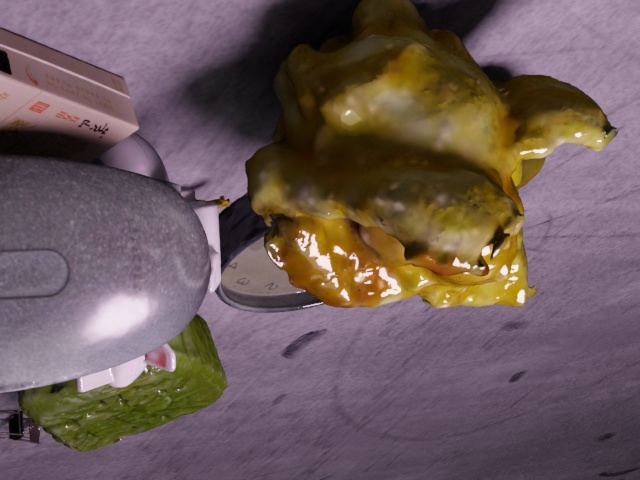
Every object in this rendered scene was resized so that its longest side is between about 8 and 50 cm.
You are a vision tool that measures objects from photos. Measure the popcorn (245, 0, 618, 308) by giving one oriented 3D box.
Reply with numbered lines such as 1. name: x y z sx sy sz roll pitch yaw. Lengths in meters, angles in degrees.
1. popcorn: 0.103 -0.079 1.416 0.325 0.290 0.321 -29 165 17

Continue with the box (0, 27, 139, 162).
1. box: -0.276 -0.111 1.322 0.141 0.058 0.201 -32 152 26

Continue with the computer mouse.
1. computer mouse: -0.276 0.024 1.290 0.373 0.203 0.114 -6 -174 -12

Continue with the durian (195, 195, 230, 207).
1. durian: -0.185 0.009 1.598 0.208 0.102 0.146 -24 150 2

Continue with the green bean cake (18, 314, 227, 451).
1. green bean cake: -0.244 0.155 1.826 0.222 0.125 0.248 -21 156 4

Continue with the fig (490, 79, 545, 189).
1. fig: 0.211 -0.125 1.632 0.124 0.124 0.236 -39 174 37

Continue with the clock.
1. clock: 0.000 0.000 1.764 0.280 0.055 0.280 -16 155 -7

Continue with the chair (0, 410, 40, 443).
1. chair: -0.401 0.248 2.014 0.086 0.037 0.042 9 155 -41

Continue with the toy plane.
1. toy plane: -0.197 0.018 1.455 0.252 0.252 0.118 -34 169 30
